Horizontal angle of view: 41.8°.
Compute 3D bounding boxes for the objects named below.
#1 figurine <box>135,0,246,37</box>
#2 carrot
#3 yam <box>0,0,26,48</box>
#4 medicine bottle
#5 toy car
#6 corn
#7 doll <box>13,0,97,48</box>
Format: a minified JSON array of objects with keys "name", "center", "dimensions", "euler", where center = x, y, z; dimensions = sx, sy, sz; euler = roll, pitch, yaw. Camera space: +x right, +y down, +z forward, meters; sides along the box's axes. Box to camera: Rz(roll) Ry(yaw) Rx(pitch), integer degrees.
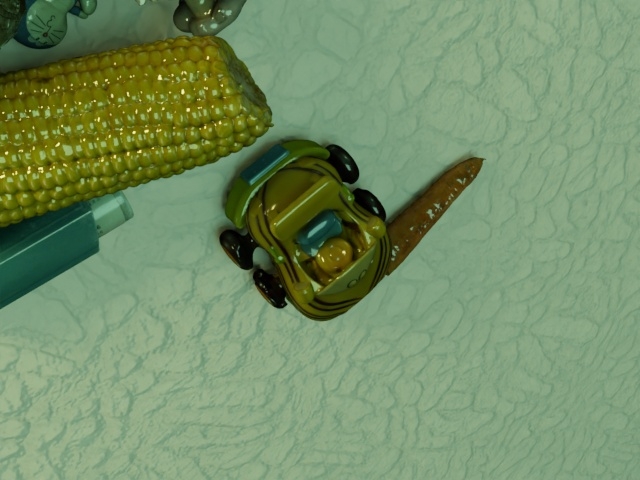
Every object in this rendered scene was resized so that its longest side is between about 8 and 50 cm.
[{"name":"figurine","center":[-0.196,-0.334,0.702],"dimensions":[0.387,0.166,0.207],"euler":[43,70,-46]},{"name":"carrot","center":[0.155,-0.048,1.191],"dimensions":[0.224,0.057,0.057],"euler":[-45,132,-8]},{"name":"yam","center":[-0.319,-0.221,0.684],"dimensions":[0.107,0.107,0.183],"euler":[-41,152,-7]},{"name":"medicine bottle","center":[-0.325,0.002,0.866],"dimensions":[0.258,0.079,0.124],"euler":[-31,130,-17]},{"name":"toy car","center":[0.000,0.000,1.046],"dimensions":[0.200,0.142,0.248],"euler":[-42,130,-5]},{"name":"corn","center":[-0.241,-0.101,0.782],"dimensions":[0.387,0.144,0.144],"euler":[-19,127,-5]},{"name":"doll","center":[-0.260,-0.220,0.801],"dimensions":[0.083,0.050,0.076],"euler":[-54,151,2]}]
